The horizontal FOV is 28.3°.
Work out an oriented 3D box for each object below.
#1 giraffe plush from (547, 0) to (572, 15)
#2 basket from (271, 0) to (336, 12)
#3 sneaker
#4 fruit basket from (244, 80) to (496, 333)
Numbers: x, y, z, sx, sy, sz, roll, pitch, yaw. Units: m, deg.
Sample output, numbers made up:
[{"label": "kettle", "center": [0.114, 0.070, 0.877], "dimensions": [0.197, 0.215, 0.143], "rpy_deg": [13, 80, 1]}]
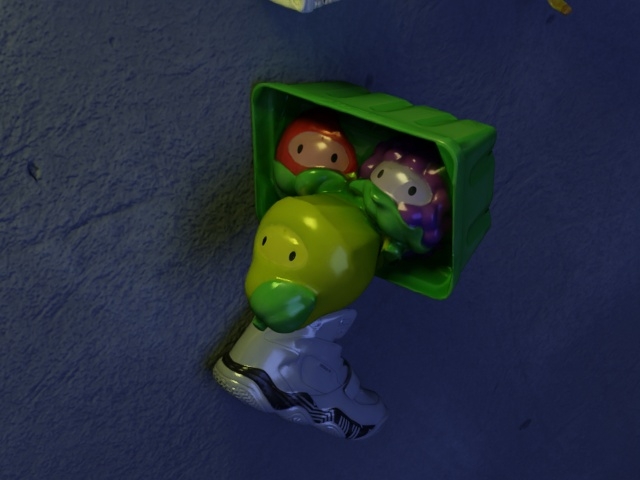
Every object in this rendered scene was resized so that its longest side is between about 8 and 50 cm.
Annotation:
[{"label": "giraffe plush", "center": [0.364, -0.477, 1.999], "dimensions": [0.170, 0.181, 0.210], "rpy_deg": [21, 134, -34]}, {"label": "basket", "center": [-0.017, -0.409, 1.730], "dimensions": [0.103, 0.113, 0.167], "rpy_deg": [-20, 125, -33]}, {"label": "sneaker", "center": [0.012, 0.192, 2.065], "dimensions": [0.366, 0.137, 0.210], "rpy_deg": [23, 100, -41]}, {"label": "fruit basket", "center": [0.026, -0.047, 1.787], "dimensions": [0.392, 0.392, 0.283], "rpy_deg": [-20, 125, -30]}]
